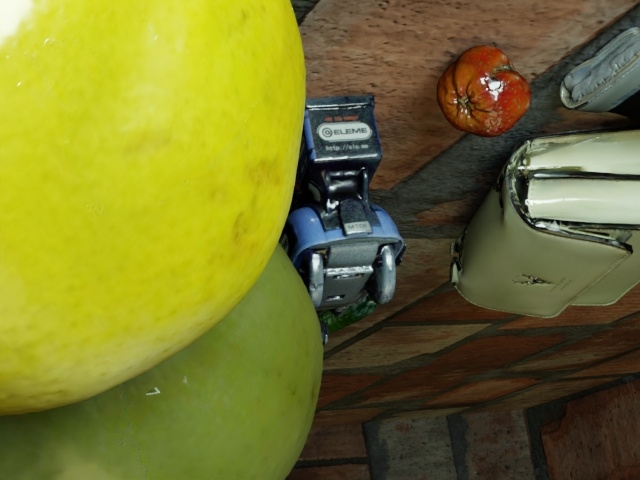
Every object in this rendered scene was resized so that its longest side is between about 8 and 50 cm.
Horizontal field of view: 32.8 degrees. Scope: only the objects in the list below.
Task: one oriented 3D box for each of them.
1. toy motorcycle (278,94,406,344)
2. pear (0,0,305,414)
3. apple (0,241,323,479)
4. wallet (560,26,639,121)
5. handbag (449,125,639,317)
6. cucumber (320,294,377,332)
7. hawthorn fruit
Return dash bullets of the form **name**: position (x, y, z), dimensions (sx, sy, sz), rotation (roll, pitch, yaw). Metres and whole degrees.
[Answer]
- **toy motorcycle**: position (0.000, 0.000, 1.214), dimensions (0.125, 0.213, 0.358), rotation (-4, 158, -14)
- **pear**: position (-0.186, -0.077, 0.625), dimensions (0.362, 0.362, 0.418), rotation (-9, 157, 0)
- **apple**: position (-0.228, 0.093, 1.001), dimensions (0.473, 0.474, 0.473), rotation (-8, 163, -2)
- **wallet**: position (0.378, -0.160, 1.103), dimensions (0.231, 0.069, 0.170), rotation (1, 166, -24)
- **handbag**: position (0.313, -0.013, 1.399), dimensions (0.236, 0.160, 0.358), rotation (0, 162, -4)
- **cucumber**: position (0.051, 0.118, 1.861), dimensions (0.056, 0.056, 0.250), rotation (-1, 164, -25)
- **hawthorn fruit**: position (0.158, -0.142, 1.033), dimensions (0.093, 0.093, 0.093), rotation (-8, 163, -2)
